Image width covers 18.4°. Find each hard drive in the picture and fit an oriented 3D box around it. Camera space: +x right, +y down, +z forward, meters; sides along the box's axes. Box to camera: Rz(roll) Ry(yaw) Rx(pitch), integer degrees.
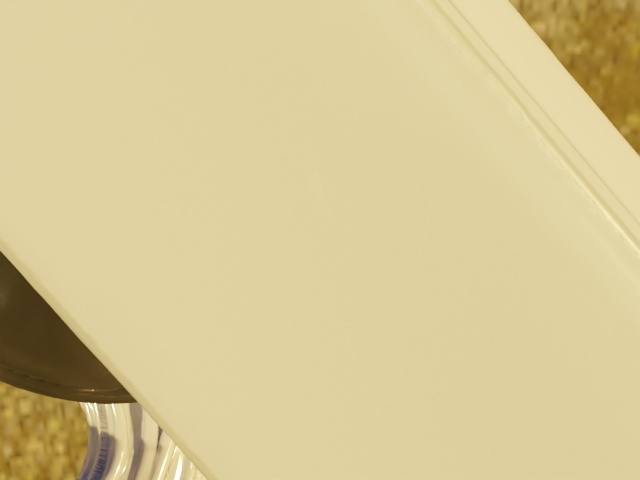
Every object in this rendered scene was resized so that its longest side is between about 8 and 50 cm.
[{"bbox_3d":[0.000,0.000,0.601,0.307,0.203,0.040,49,44,-7],"label":"hard drive"}]

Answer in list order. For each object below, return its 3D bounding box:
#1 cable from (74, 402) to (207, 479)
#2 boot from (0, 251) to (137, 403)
[{"bbox_3d":[-0.190,0.115,1.191,0.257,0.089,0.257,3,79,-1],"label":"cable"},{"bbox_3d":[-0.054,-0.014,0.961,0.263,0.091,0.229,-7,20,-7],"label":"boot"}]
